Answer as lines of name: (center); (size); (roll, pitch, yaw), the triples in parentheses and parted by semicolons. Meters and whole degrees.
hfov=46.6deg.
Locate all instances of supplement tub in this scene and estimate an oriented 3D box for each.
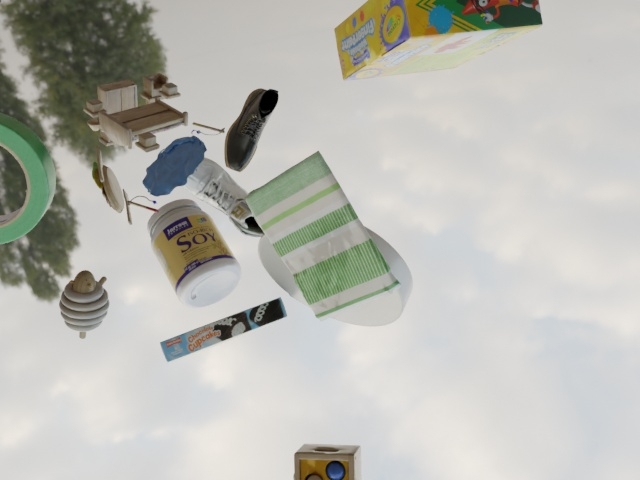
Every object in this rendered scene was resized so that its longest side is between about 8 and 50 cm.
supplement tub: (-0.444, 0.042, 2.590); (0.241, 0.241, 0.331); (-23, -119, -22)

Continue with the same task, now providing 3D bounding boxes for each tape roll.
tape roll: (0.032, 0.072, 1.796); (0.391, 0.392, 0.072); (5, -127, 35)
tape roll: (-0.806, -0.148, 1.779); (0.321, 0.321, 0.077); (-13, -156, 0)

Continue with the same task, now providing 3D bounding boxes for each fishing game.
fishing game: (-0.342, -0.171, 1.759); (0.189, 0.041, 0.264); (15, -116, 44)

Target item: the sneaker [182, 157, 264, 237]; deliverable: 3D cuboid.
sneaker: (-0.239, -0.111, 1.920); (0.108, 0.292, 0.169); (-54, -141, 4)

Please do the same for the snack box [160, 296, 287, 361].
snack box: (-0.255, 0.236, 1.934); (0.321, 0.060, 0.187); (-20, 174, -15)

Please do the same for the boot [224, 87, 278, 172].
boot: (-0.155, -0.248, 1.651); (0.076, 0.198, 0.137); (17, -178, -18)

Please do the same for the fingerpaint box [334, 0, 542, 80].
fingerpaint box: (0.289, -0.564, 1.956); (0.370, 0.163, 0.445); (-11, -178, -18)

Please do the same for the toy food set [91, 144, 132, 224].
toy food set: (-0.514, -0.124, 1.801); (0.038, 0.192, 0.132); (-19, -127, -1)

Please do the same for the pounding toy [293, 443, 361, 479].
pounding toy: (-0.003, 0.442, 1.335); (0.141, 0.130, 0.100); (-2, 179, 13)

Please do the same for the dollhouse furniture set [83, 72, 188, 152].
dollhouse furniture set: (-0.469, -0.308, 2.096); (0.355, 0.174, 0.303); (33, -138, 33)

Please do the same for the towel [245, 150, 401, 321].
towel: (0.000, 0.000, 1.553); (0.247, 0.325, 0.038); (-26, -171, 41)

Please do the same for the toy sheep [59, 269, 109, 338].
toy sheep: (-0.401, 0.110, 1.267); (0.091, 0.132, 0.091); (4, -154, -2)
